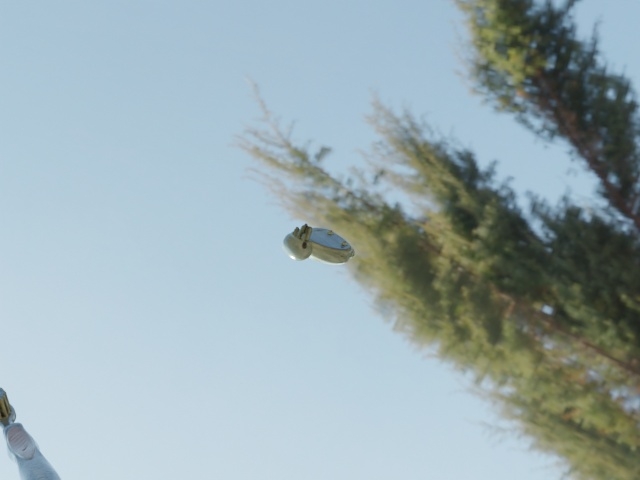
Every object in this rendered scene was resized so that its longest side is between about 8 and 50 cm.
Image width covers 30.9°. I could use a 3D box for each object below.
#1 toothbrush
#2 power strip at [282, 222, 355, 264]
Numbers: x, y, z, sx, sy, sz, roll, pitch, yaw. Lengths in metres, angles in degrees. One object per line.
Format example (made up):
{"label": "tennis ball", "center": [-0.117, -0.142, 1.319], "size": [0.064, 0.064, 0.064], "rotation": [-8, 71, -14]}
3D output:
{"label": "toothbrush", "center": [-0.245, 0.175, 0.957], "size": [0.028, 0.375, 0.037], "rotation": [-20, -75, -20]}
{"label": "power strip", "center": [0.000, 0.000, 1.074], "size": [0.083, 0.055, 0.035], "rotation": [-1, -57, -50]}
